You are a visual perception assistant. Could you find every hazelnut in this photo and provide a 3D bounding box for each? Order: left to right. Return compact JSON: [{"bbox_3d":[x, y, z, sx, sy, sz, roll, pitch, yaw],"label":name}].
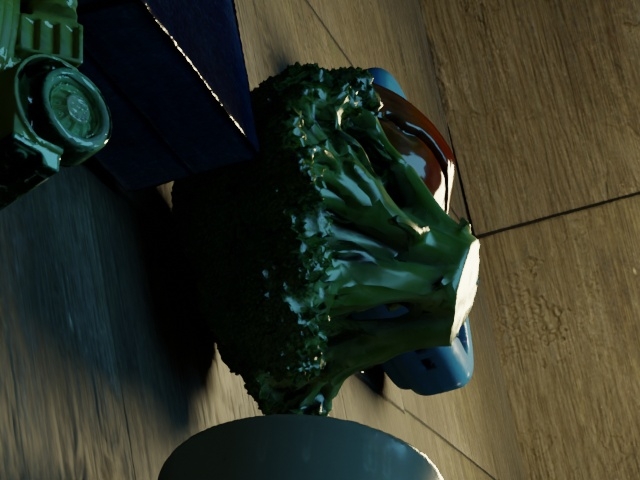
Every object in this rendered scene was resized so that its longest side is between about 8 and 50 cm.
[{"bbox_3d":[0.035,-0.063,1.754,0.212,0.181,0.181,-70,164,-54],"label":"hazelnut"}]

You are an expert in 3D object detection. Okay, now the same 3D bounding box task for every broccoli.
[{"bbox_3d":[0.000,0.000,1.385,0.269,0.241,0.261,-62,164,-50],"label":"broccoli"}]

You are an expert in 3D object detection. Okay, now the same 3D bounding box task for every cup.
[{"bbox_3d":[0.000,0.271,1.119,0.258,0.186,0.234,50,33,-43],"label":"cup"}]

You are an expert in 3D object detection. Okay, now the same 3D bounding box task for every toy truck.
[{"bbox_3d":[-0.195,-0.130,0.945,0.135,0.128,0.260,24,49,-43],"label":"toy truck"}]

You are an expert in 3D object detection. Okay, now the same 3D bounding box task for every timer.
[{"bbox_3d":[0.083,-0.006,2.060,0.309,0.115,0.340,56,22,-56],"label":"timer"}]

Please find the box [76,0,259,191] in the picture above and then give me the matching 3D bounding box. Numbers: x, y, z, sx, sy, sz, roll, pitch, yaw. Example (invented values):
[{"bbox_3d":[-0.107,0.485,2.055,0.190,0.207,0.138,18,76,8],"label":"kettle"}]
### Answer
[{"bbox_3d":[-0.145,-0.212,1.219,0.261,0.116,0.279,50,28,-64],"label":"box"}]
